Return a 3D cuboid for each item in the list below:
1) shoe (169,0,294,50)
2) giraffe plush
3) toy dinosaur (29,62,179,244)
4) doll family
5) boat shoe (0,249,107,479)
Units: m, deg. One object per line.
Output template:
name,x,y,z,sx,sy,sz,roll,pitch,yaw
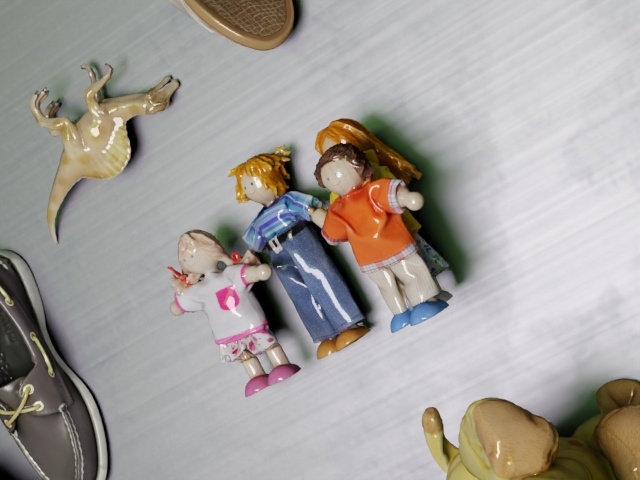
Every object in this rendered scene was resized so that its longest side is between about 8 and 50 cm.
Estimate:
shoe,-0.103,-0.228,1.102,0.076,0.058,0.219,-43,81,-11
giraffe plush,0.182,0.170,0.943,0.170,0.210,0.181,-14,92,-14
toy dinosaur,-0.199,-0.082,1.151,0.183,0.053,0.092,-45,79,20
doll family,0.000,0.000,1.058,0.263,0.118,0.163,-28,90,41
boat shoe,-0.255,0.118,1.184,0.081,0.069,0.227,-29,83,23
